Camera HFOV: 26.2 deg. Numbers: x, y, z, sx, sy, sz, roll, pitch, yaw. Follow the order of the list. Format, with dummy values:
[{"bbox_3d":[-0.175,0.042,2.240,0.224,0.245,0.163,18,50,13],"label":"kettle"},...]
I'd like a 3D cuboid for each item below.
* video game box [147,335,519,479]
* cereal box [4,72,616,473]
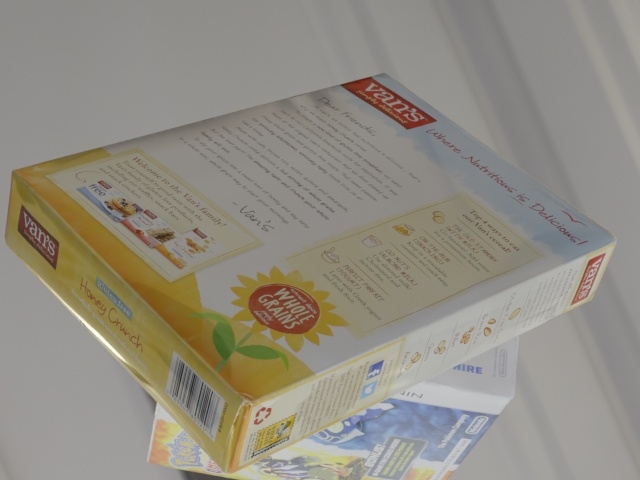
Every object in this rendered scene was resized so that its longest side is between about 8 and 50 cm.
[{"bbox_3d":[-0.002,0.095,0.808,0.187,0.048,0.205,12,150,-4],"label":"video game box"},{"bbox_3d":[0.000,0.000,0.649,0.240,0.173,0.047,-19,136,-39],"label":"cereal box"}]
